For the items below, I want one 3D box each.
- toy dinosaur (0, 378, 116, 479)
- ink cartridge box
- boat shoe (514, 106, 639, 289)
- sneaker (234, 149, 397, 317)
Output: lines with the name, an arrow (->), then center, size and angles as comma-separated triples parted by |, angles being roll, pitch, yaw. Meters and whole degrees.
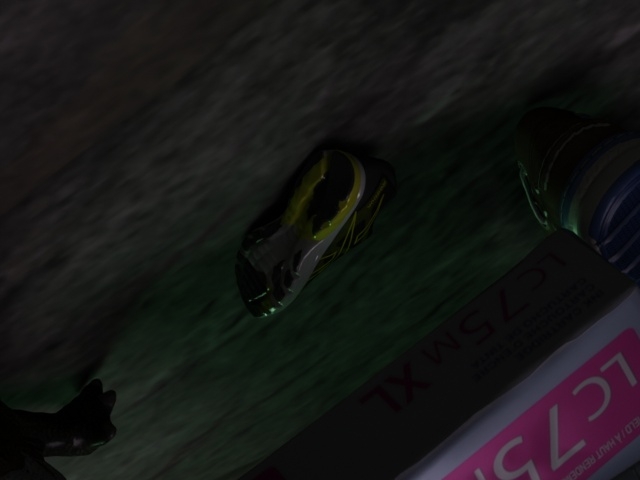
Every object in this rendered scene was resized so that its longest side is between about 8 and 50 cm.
toy dinosaur -> -0.163, 0.116, 0.664 | 0.160, 0.121, 0.313 | 13, 139, -36
ink cartridge box -> 0.095, 0.164, 0.706 | 0.186, 0.065, 0.311 | -37, 126, -6
boat shoe -> 0.129, -0.003, 0.732 | 0.066, 0.066, 0.183 | -43, 145, -3
sneaker -> 0.000, 0.000, 0.661 | 0.035, 0.031, 0.083 | -3, 145, -41
